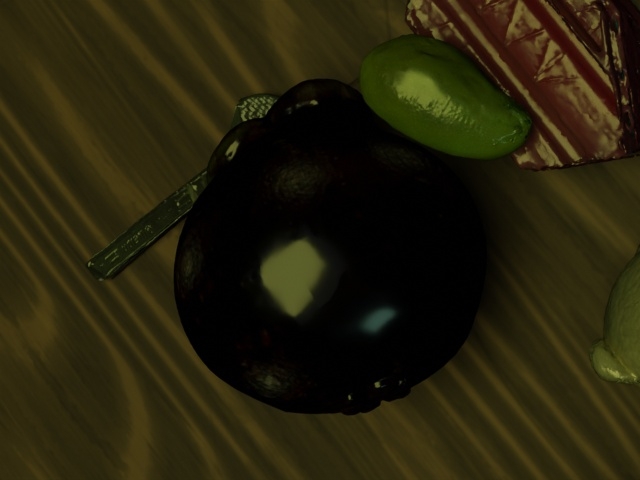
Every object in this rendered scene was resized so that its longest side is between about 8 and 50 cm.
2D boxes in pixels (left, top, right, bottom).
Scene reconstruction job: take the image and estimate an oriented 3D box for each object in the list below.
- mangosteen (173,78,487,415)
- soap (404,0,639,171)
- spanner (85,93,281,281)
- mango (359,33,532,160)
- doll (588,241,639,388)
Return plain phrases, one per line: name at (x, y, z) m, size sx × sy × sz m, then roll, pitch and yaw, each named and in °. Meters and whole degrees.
mangosteen at (0.013, 0.005, 1.345) m, size 0.297 × 0.297 × 0.313 m, roll 2°, pitch 75°, yaw 27°
soap at (0.205, -0.172, 1.324) m, size 0.162 × 0.099 × 0.250 m, roll -41°, pitch 77°, yaw 25°
spanner at (-0.142, -0.049, 1.557) m, size 0.325 × 0.026 × 0.093 m, roll -36°, pitch 79°, yaw 27°
mango at (0.110, -0.127, 1.296) m, size 0.165 × 0.074 × 0.091 m, roll 26°, pitch 96°, yaw 16°
doll at (0.378, 0.069, 1.230) m, size 0.278 × 0.175 × 0.149 m, roll -4°, pitch 136°, yaw 49°
